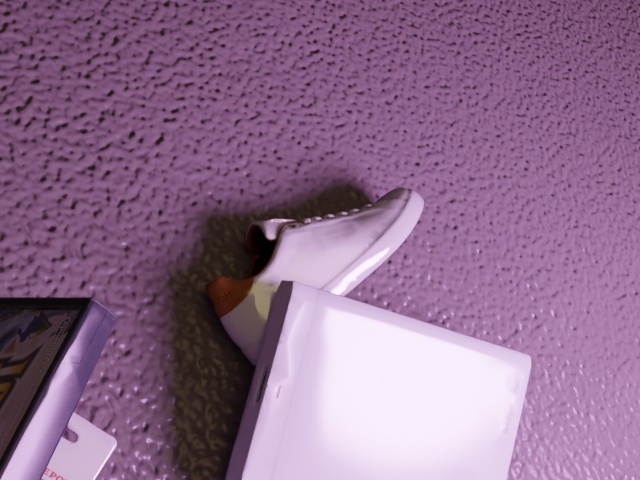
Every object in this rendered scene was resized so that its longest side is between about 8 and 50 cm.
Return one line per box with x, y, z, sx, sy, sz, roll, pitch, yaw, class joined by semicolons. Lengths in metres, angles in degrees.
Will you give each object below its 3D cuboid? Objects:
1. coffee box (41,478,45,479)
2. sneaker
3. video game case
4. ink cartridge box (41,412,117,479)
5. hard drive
-0.140;0.270;0.515;0.246;0.098;0.141;22;60;-7;coffee box
0.000;0.000;0.796;0.290;0.106;0.123;-40;92;-33;sneaker
-0.292;0.162;0.505;0.035;0.248;0.275;51;47;-43;video game case
-0.260;0.221;0.593;0.104;0.060;0.180;36;57;-9;ink cartridge box
0.073;0.179;0.745;0.307;0.040;0.203;19;81;-25;hard drive
